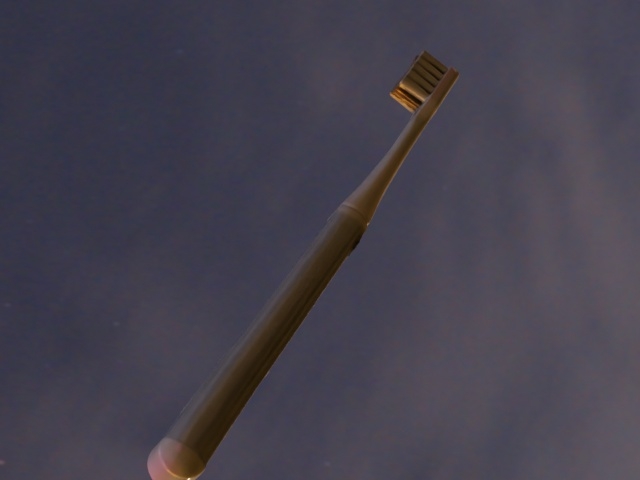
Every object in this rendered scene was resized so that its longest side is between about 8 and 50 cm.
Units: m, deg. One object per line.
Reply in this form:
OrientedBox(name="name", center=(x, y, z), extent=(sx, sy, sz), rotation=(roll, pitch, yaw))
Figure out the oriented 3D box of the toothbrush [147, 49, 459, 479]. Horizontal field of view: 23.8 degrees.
OrientedBox(name="toothbrush", center=(0.002, 0.002, 0.793), extent=(0.030, 0.025, 0.342), rotation=(37, -132, -5))
